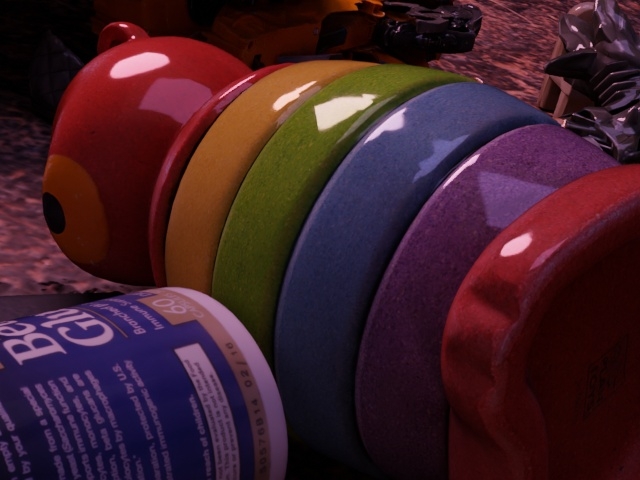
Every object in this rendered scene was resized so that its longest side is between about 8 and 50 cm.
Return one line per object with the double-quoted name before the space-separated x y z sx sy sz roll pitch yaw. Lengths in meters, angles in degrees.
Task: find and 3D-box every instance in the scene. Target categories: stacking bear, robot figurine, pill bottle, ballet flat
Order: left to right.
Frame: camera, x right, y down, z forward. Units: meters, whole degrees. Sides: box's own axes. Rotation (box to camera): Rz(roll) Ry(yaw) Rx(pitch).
"pill bottle" -0.100 0.073 0.397 0.169 0.094 0.094 -12 36 -45
"ballet flat" -0.093 -0.084 0.790 0.173 0.049 0.057 13 25 -5
"robot figurine" -0.015 -0.162 0.959 0.211 0.085 0.291 31 30 30
"stacking bear" 0.000 0.000 0.513 0.289 0.175 0.164 27 44 36

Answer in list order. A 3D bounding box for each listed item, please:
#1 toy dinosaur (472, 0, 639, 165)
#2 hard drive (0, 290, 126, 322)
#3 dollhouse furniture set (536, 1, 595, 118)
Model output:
"toy dinosaur" 0.099 0.008 0.646 0.322 0.164 0.218 44 48 16
"hard drive" -0.124 0.053 0.515 0.135 0.022 0.094 -1 29 -31
"dollhouse furniture set" 0.315 -0.117 0.955 0.242 0.161 0.212 8 25 -14
